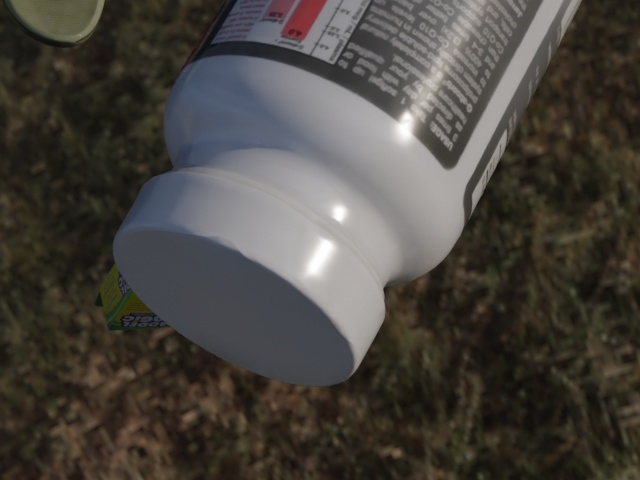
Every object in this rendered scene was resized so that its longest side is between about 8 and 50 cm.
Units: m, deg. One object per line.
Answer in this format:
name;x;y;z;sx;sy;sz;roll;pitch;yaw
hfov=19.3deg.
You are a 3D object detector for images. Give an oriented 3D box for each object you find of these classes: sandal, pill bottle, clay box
sandal;-0.279;-0.358;2.045;0.120;0.086;0.303;9;78;-11
pill bottle;0.025;-0.102;1.227;0.210;0.210;0.363;11;60;34
clay box;-0.119;0.025;1.733;0.127;0.222;0.053;-2;62;-26
